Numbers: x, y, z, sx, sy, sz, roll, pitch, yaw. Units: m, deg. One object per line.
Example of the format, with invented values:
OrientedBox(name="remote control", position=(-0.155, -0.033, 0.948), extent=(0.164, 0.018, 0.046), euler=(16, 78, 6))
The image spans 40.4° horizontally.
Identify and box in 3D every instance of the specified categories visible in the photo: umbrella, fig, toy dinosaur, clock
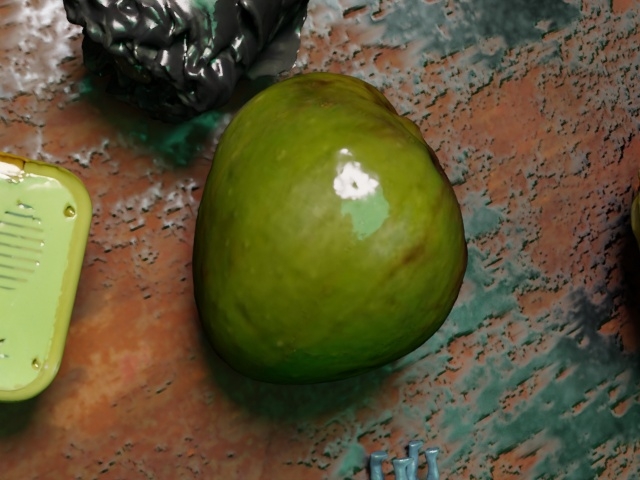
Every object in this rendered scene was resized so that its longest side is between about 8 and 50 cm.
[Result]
OrientedBox(name="umbrella", position=(-0.047, -0.232, 0.569), extent=(0.154, 0.128, 0.336), euler=(32, 70, -31))
OrientedBox(name="fig", position=(0.000, 0.000, 0.542), extent=(0.181, 0.181, 0.191), euler=(37, 97, -14))
OrientedBox(name="toy dinosaur", position=(0.057, 0.188, 0.611), extent=(0.197, 0.045, 0.080), euler=(-8, 92, -29))
OrientedBox(name="clock", position=(-0.242, 0.009, 0.489), extent=(0.202, 0.096, 0.143), euler=(14, 79, -20))

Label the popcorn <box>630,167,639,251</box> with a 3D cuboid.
OrientedBox(name="popcorn", position=(0.358, -0.011, 0.619), extent=(0.282, 0.247, 0.282), euler=(8, 50, -10))
